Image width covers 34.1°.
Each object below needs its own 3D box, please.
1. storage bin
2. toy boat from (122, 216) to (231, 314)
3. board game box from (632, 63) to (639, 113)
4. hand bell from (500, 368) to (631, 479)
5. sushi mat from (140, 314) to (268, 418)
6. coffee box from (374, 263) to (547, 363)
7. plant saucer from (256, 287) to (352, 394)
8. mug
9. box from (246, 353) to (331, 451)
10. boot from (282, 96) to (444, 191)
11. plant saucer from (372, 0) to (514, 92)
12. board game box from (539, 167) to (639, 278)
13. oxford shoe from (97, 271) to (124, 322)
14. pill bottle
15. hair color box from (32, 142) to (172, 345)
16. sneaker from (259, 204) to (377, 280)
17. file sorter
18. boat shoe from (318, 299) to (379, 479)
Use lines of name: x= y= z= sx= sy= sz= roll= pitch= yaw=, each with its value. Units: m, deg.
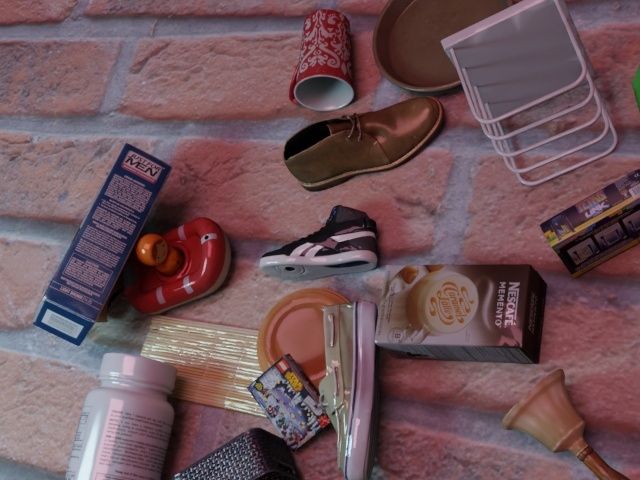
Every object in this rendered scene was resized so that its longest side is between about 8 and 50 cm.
storage bin: x=-0.137 y=0.396 z=1.719 sx=0.180 sy=0.122 sz=0.084 roll=-34 pitch=56 yaw=10
toy boat: x=-0.286 y=0.034 z=1.951 sx=0.231 sy=0.151 sz=0.151 roll=-22 pitch=59 yaw=18
board game box: x=0.618 y=-0.128 z=1.543 sx=0.242 sy=0.064 sz=0.316 roll=-7 pitch=66 yaw=2
hand bell: x=0.390 y=0.315 z=1.510 sx=0.126 sy=0.126 sz=0.242 roll=-44 pitch=68 yaw=3
sushi mat: x=-0.201 y=0.224 z=1.898 sx=0.317 sy=0.019 sz=0.151 roll=6 pitch=69 yaw=30
coffee box: x=0.225 y=0.116 z=1.673 sx=0.247 sy=0.098 sz=0.141 roll=-2 pitch=67 yaw=27
plant saucer: x=-0.021 y=0.173 z=1.800 sx=0.200 sy=0.037 sz=0.200 roll=-7 pitch=67 yaw=17
mug: x=-0.008 y=-0.347 z=2.010 sx=0.150 sy=0.113 sz=0.169 roll=-10 pitch=60 yaw=22
box: x=-0.049 y=0.272 z=1.749 sx=0.094 sy=0.027 sz=0.137 roll=-43 pitch=77 yaw=19
boot: x=0.075 y=-0.187 z=1.888 sx=0.305 sy=0.115 sz=0.112 roll=-24 pitch=56 yaw=15
plant saucer: x=0.230 y=-0.391 z=1.945 sx=0.278 sy=0.041 sz=0.277 roll=-11 pitch=63 yaw=24
board game box: x=0.436 y=-0.023 z=1.600 sx=0.170 sy=0.141 sz=0.048 roll=-30 pitch=58 yaw=12
oxford shoe: x=-0.416 y=0.066 z=2.069 sx=0.076 sy=0.076 sz=0.212 roll=14 pitch=69 yaw=1
pill bottle: x=-0.345 y=0.348 z=1.822 sx=0.160 sy=0.160 sz=0.283 roll=2 pitch=71 yaw=29
hair color box: x=-0.408 y=0.007 z=1.956 sx=0.174 sy=0.105 sz=0.347 roll=-42 pitch=22 yaw=60
sneaker: x=0.000 y=0.000 z=1.868 sx=0.217 sy=0.079 sz=0.121 roll=-5 pitch=62 yaw=17
file sorter: x=0.346 y=-0.229 z=1.668 sx=0.193 sy=0.278 sz=0.173 roll=-23 pitch=63 yaw=17
boat shoe: x=0.045 y=0.243 z=1.694 sx=0.094 sy=0.109 sz=0.302 roll=-2 pitch=64 yaw=10
